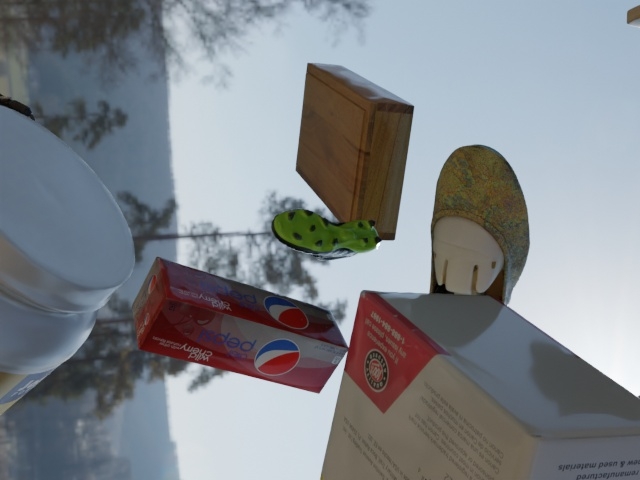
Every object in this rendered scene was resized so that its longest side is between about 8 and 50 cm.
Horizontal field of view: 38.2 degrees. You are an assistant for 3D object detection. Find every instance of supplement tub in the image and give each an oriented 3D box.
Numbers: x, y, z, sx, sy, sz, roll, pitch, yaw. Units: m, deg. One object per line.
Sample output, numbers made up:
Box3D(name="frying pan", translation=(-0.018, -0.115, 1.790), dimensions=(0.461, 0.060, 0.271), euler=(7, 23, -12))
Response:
Box3D(name="supplement tub", translation=(-0.336, 0.055, 0.788), dimensions=(0.228, 0.316, 0.228), euler=(45, 18, -19))

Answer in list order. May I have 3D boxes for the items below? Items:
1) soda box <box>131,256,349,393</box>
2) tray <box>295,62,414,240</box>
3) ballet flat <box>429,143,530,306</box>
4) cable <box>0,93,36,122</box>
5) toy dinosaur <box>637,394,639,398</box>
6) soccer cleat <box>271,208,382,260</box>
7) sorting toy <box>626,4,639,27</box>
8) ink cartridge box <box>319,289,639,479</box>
Box3D(name="soda box", translation=(-0.100, 0.111, 1.169), dimensions=(0.083, 0.263, 0.092), euler=(-59, -150, 22))
Box3D(name="tray", translation=(0.041, -0.160, 1.509), dimensions=(0.411, 0.076, 0.203), euler=(-125, -140, -68))
Box3D(name="ballet flat", translation=(0.179, 0.047, 1.111), dimensions=(0.349, 0.123, 0.123), euler=(84, -9, -45))
Box3D(name="cable", translation=(-0.462, -0.160, 1.155), dimensions=(0.150, 0.184, 0.047), euler=(41, -49, 27))
Box3D(name="toy dinosaur", translation=(0.366, 0.193, 1.052), dimensions=(0.112, 0.211, 0.064), euler=(56, 39, -72))
Box3D(name="soccer cleat", translation=(0.000, 0.000, 1.165), dimensions=(0.072, 0.178, 0.060), euler=(-32, -116, 39))
Box3D(name="sorting toy", translation=(0.685, -0.412, 1.507), dimensions=(0.257, 0.255, 0.090), euler=(165, -71, -66))
Box3D(name="ink cartridge box", translation=(0.121, 0.274, 0.838), dimensions=(0.279, 0.160, 0.385), euler=(39, -59, 57))
